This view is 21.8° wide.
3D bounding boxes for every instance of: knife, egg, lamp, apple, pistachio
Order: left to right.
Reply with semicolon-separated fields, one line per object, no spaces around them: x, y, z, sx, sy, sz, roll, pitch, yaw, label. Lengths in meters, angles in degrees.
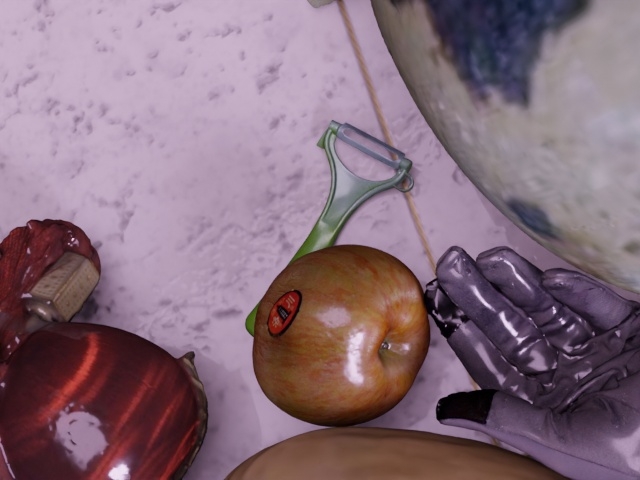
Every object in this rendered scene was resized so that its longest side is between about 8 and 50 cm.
-0.161;0.107;1.129;0.151;0.215;0.223;-25;110;36;lamp
0.001;0.000;1.178;0.078;0.022;0.166;28;87;22;knife
0.016;0.065;1.113;0.102;0.126;0.126;16;85;35;apple
0.069;0.203;1.064;0.293;0.181;0.162;10;123;13;pistachio
0.200;-0.172;1.000;0.345;0.345;0.428;-13;95;10;egg

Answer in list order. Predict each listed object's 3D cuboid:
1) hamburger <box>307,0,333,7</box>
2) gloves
0.029;-0.228;1.195;0.121;0.054;0.084;-25;78;15;hamburger
0.179;0.101;1.031;0.285;0.119;0.142;36;71;20;gloves
